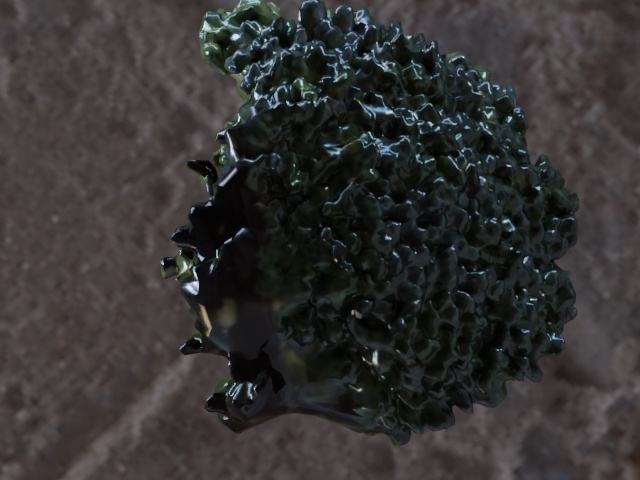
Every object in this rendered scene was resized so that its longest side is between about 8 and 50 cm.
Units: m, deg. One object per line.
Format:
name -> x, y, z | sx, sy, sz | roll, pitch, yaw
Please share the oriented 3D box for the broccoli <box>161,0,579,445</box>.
broccoli -> 0.000, 0.000, 0.924 | 0.247, 0.263, 0.243 | -49, 3, -19
